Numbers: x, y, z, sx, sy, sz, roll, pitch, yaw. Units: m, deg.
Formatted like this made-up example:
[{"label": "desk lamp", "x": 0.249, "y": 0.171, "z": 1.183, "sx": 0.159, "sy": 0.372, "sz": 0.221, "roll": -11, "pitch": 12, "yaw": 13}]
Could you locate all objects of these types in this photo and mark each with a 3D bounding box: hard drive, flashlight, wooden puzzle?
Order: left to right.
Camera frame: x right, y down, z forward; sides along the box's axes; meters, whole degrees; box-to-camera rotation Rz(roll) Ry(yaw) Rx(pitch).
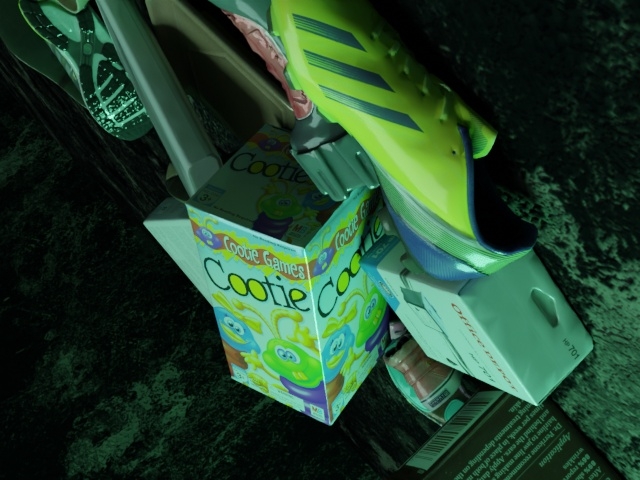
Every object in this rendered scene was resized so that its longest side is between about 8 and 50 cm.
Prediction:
[{"label": "hard drive", "x": -0.185, "y": -0.163, "z": 1.063, "sx": 0.307, "sy": 0.040, "sz": 0.203, "roll": 60, "pitch": 170, "yaw": 23}, {"label": "wooden puzzle", "x": -0.084, "y": -0.163, "z": 1.013, "sx": 0.238, "sy": 0.044, "sz": 0.221, "roll": 40, "pitch": 165, "yaw": 14}, {"label": "flashlight", "x": -0.049, "y": -0.166, "z": 0.738, "sx": 0.304, "sy": 0.103, "sz": 0.103, "roll": 55, "pitch": 167, "yaw": -25}]

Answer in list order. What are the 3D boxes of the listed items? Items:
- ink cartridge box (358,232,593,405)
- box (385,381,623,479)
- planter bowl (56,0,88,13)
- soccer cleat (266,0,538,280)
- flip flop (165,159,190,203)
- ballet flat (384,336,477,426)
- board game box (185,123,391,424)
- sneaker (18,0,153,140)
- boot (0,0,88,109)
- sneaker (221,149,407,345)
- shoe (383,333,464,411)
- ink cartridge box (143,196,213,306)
[{"label": "ink cartridge box", "x": 0.138, "y": 0.056, "z": 0.838, "sx": 0.139, "sy": 0.082, "sz": 0.190, "roll": 53, "pitch": 167, "yaw": -19}, {"label": "box", "x": 0.275, "y": 0.353, "z": 1.021, "sx": 0.381, "sy": 0.191, "sz": 0.143, "roll": 48, "pitch": 167, "yaw": 3}, {"label": "planter bowl", "x": -0.260, "y": -0.331, "z": 0.920, "sx": 0.162, "sy": 0.109, "sz": 0.162, "roll": 45, "pitch": 167, "yaw": 13}, {"label": "soccer cleat", "x": 0.067, "y": -0.096, "z": 0.668, "sx": 0.121, "sy": 0.093, "sz": 0.289, "roll": -14, "pitch": 117, "yaw": 41}, {"label": "flip flop", "x": -0.140, "y": -0.061, "z": 1.370, "sx": 0.277, "sy": 0.112, "sz": 0.080, "roll": 32, "pitch": -174, "yaw": 42}, {"label": "ballet flat", "x": 0.177, "y": 0.209, "z": 1.192, "sx": 0.221, "sy": 0.077, "sz": 0.079, "roll": 40, "pitch": -160, "yaw": 30}, {"label": "board game box", "x": -0.023, "y": 0.041, "z": 0.958, "sx": 0.144, "sy": 0.142, "sz": 0.275, "roll": 20, "pitch": 140, "yaw": 26}, {"label": "sneaker", "x": -0.358, "y": -0.292, "z": 1.409, "sx": 0.300, "sy": 0.111, "sz": 0.121, "roll": 60, "pitch": 173, "yaw": -26}, {"label": "boot", "x": -0.473, "y": -0.338, "z": 1.619, "sx": 0.305, "sy": 0.112, "sz": 0.115, "roll": 46, "pitch": 178, "yaw": -3}, {"label": "sneaker", "x": 0.000, "y": 0.000, "z": 1.125, "sx": 0.319, "sy": 0.112, "sz": 0.131, "roll": 49, "pitch": 147, "yaw": -4}, {"label": "shoe", "x": 0.127, "y": 0.142, "z": 1.081, "sx": 0.081, "sy": 0.063, "sz": 0.178, "roll": 49, "pitch": -168, "yaw": 4}, {"label": "ink cartridge box", "x": -0.153, "y": 0.045, "z": 1.813, "sx": 0.385, "sy": 0.091, "sz": 0.308, "roll": -1, "pitch": 131, "yaw": 51}]
